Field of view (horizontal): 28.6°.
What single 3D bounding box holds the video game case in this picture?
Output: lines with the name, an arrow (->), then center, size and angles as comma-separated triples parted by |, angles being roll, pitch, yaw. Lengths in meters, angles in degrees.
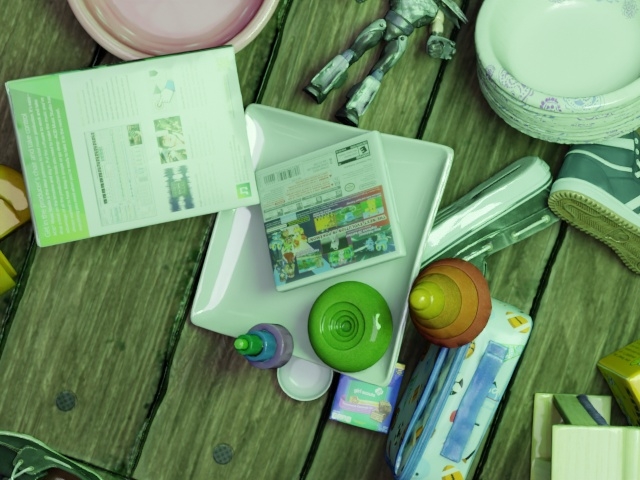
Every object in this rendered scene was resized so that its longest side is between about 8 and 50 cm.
video game case -> 0.011, -0.039, 1.767 | 0.201, 0.023, 0.183 | -17, 76, 24

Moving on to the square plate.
square plate -> 0.000, 0.000, 1.808 | 0.347, 0.049, 0.344 | 16, 91, 29

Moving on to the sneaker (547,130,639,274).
sneaker -> 0.464, -0.057, 1.843 | 0.282, 0.099, 0.153 | 31, 59, -21

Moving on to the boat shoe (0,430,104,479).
boat shoe -> -0.429, 0.343, 1.854 | 0.233, 0.079, 0.084 | 21, 92, 1

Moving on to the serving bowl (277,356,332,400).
serving bowl -> -0.023, 0.197, 1.879 | 0.083, 0.027, 0.083 | 0, 90, 0

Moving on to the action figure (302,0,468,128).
action figure -> 0.102, -0.300, 1.842 | 0.185, 0.099, 0.285 | 37, 87, 5

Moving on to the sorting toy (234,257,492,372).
sorting toy -> 0.039, 0.108, 1.676 | 0.365, 0.126, 0.127 | -15, 78, 24

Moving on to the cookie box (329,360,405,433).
cookie box -> 0.070, 0.224, 1.873 | 0.092, 0.040, 0.107 | 15, 90, 0

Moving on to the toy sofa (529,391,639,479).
toy sofa -> 0.388, 0.303, 1.717 | 0.177, 0.362, 0.150 | 2, 90, 6

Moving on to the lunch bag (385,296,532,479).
lunch bag -> 0.193, 0.208, 1.773 | 0.115, 0.243, 0.303 | 22, 91, -1

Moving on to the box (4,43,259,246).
box -> -0.260, -0.136, 1.757 | 0.322, 0.058, 0.232 | -12, 100, -17

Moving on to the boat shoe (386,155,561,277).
boat shoe -> 0.209, 0.011, 1.831 | 0.335, 0.121, 0.119 | -32, 100, 5

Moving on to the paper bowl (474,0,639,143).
paper bowl -> 0.364, -0.260, 1.783 | 0.284, 0.148, 0.284 | -5, 58, 7

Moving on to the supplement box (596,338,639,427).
supplement box -> 0.614, 0.188, 1.799 | 0.356, 0.195, 0.194 | -28, 91, 0

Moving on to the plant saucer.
plant saucer -> -0.213, -0.410, 1.845 | 0.332, 0.084, 0.332 | 0, 91, 1

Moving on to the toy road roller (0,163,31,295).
toy road roller -> -0.545, -0.062, 1.795 | 0.240, 0.202, 0.329 | -35, 96, -12
